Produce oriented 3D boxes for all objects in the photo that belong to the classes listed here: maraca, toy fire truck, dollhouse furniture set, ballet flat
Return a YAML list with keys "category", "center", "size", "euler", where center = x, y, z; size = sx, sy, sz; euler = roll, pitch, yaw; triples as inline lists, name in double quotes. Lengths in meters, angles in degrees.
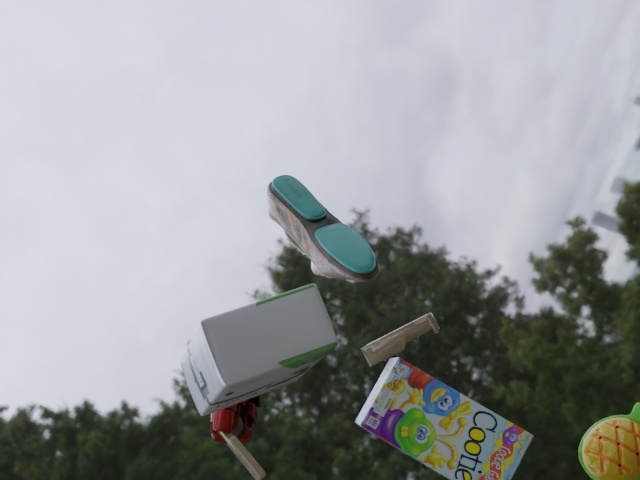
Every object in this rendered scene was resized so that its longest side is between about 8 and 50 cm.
- category: "maraca"
  center: [0.573, 0.382, 1.717]
  size: [0.185, 0.127, 0.099]
  euler: [-32, -28, -2]
- category: "toy fire truck"
  center: [-0.180, 0.398, 1.976]
  size: [0.217, 0.158, 0.247]
  euler: [83, -171, -61]
- category: "dollhouse furniture set"
  center: [0.214, 0.292, 1.902]
  size: [0.161, 0.242, 0.212]
  euler: [-28, -6, 5]
- category: "ballet flat"
  center: [0.000, 0.000, 1.734]
  size: [0.107, 0.316, 0.106]
  euler: [-13, -45, -32]

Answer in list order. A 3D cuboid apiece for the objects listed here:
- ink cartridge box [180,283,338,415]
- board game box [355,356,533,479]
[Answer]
- category: "ink cartridge box"
  center: [-0.088, 0.150, 1.222]
  size: [0.160, 0.093, 0.219]
  euler: [-18, -15, -20]
- category: "board game box"
  center: [0.219, 0.342, 1.667]
  size: [0.142, 0.275, 0.144]
  euler: [-60, -3, -8]
